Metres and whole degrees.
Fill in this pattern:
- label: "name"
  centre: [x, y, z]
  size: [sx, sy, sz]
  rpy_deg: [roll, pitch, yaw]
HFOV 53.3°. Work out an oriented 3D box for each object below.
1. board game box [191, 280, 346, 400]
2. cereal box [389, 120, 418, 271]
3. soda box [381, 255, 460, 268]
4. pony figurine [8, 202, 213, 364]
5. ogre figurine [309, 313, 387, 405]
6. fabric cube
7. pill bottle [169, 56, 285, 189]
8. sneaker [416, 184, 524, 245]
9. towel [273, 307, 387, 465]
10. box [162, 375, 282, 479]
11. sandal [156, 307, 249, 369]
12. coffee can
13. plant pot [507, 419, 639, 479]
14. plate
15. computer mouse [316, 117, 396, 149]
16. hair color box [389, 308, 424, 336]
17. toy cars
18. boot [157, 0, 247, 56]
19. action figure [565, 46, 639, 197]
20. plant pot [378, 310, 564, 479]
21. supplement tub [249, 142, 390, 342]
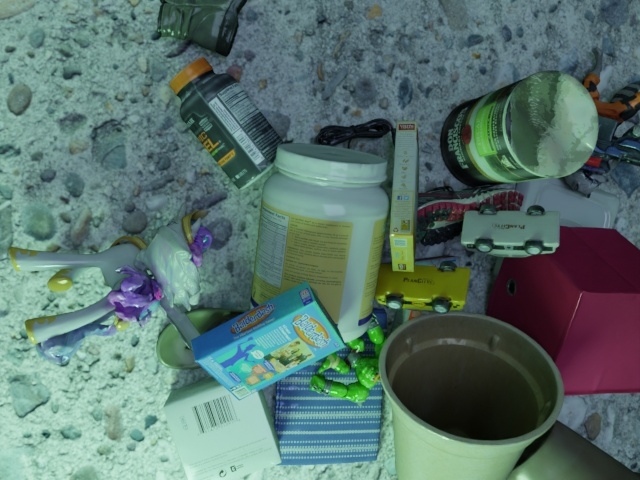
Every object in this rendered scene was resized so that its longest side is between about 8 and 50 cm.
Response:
- label: "board game box"
  centre: [-0.081, 0.169, 1.047]
  size: [0.210, 0.047, 0.160]
  rpy_deg: [-27, 138, 2]
- label: "cereal box"
  centre: [0.162, -0.082, 1.213]
  size: [0.047, 0.173, 0.240]
  rpy_deg: [2, 67, 10]
- label: "soda box"
  centre: [0.207, 0.070, 1.375]
  size: [0.183, 0.063, 0.058]
  rpy_deg: [-5, 92, -15]
- label: "pony figurine"
  centre: [-0.323, 0.082, 1.121]
  size: [0.363, 0.351, 0.303]
  rpy_deg: [-19, 137, -19]
- label: "ogre figurine"
  centre: [0.077, 0.246, 1.301]
  size: [0.118, 0.097, 0.197]
  rpy_deg: [35, 67, 2]
- label: "fabric cube"
  centre: [0.537, 0.139, 1.319]
  size: [0.258, 0.258, 0.254]
  rpy_deg: [3, 119, -14]
- label: "pill bottle"
  centre: [-0.182, -0.230, 1.235]
  size: [0.130, 0.130, 0.246]
  rpy_deg: [-40, 100, -11]
- label: "sneaker"
  centre: [0.307, -0.075, 1.377]
  size: [0.298, 0.112, 0.121]
  rpy_deg: [-5, 126, -22]
- label: "towel"
  centre: [0.019, 0.304, 1.350]
  size: [0.243, 0.040, 0.336]
  rpy_deg: [3, 92, -17]
- label: "box"
  centre: [-0.186, 0.359, 1.234]
  size: [0.180, 0.119, 0.182]
  rpy_deg: [-19, 93, -4]
- label: "sandal"
  centre: [-0.175, 0.190, 1.252]
  size: [0.302, 0.086, 0.120]
  rpy_deg: [-6, 93, 0]
- label: "coffee can"
  centre: [0.397, -0.218, 1.310]
  size: [0.201, 0.275, 0.202]
  rpy_deg: [0, 91, -15]
- label: "plant pot"
  centre: [0.524, 0.549, 1.363]
  size: [0.323, 0.323, 0.280]
  rpy_deg: [-42, 85, -10]
- label: "plate"
  centre: [0.560, -0.011, 1.476]
  size: [0.277, 0.045, 0.278]
  rpy_deg: [17, 87, -15]
- label: "computer mouse"
  centre: [0.104, -0.128, 1.351]
  size: [0.183, 0.060, 0.262]
  rpy_deg: [-17, 86, -13]
- label: "hair color box"
  centre: [0.185, 0.192, 1.367]
  size: [0.043, 0.072, 0.141]
  rpy_deg: [17, 88, -15]
- label: "toy cars"
  centre: [0.295, 0.047, 1.275]
  size: [0.393, 0.176, 0.087]
  rpy_deg: [-31, 141, -2]
- label: "boot"
  centre: [-0.222, -0.496, 1.249]
  size: [0.161, 0.083, 0.247]
  rpy_deg: [19, 85, -8]
- label: "action figure"
  centre: [0.670, -0.239, 1.422]
  size: [0.341, 0.178, 0.330]
  rpy_deg: [30, 90, 26]
- label: "plant pot"
  centre: [0.269, 0.363, 1.251]
  size: [0.333, 0.334, 0.306]
  rpy_deg: [-8, 125, -14]
- label: "supplement tub"
  centre: [0.000, 0.000, 1.194]
  size: [0.240, 0.241, 0.332]
  rpy_deg: [4, 106, -15]
